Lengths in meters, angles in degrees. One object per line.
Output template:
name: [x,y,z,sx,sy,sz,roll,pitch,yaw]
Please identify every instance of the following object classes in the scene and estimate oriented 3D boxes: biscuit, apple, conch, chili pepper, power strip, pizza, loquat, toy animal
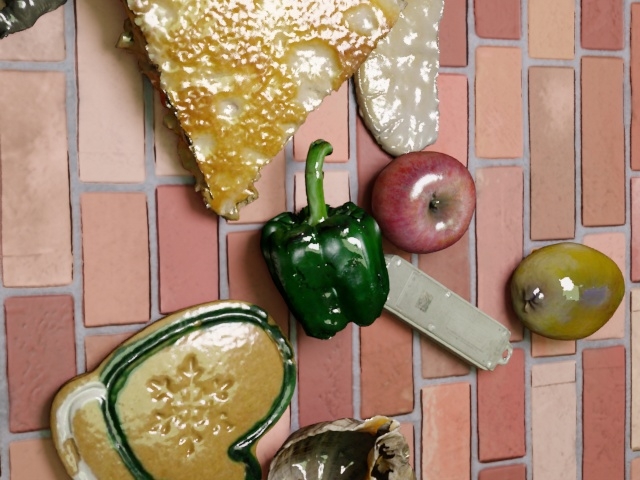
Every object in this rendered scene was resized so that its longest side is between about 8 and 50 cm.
biscuit: [0.115,-0.257,1.379,0.141,0.038,0.290,4,91,-22]
apple: [0.145,-0.056,1.356,0.153,0.120,0.154,-7,111,-18]
conch: [0.047,0.330,1.314,0.210,0.159,0.291,24,119,13]
chili pepper: [0.000,0.000,1.283,0.165,0.174,0.261,-18,101,5]
power strip: [0.176,0.110,1.415,0.272,0.052,0.078,33,80,-21]
pizza: [-0.125,-0.233,1.248,0.439,0.130,0.406,8,103,-20]
loquat: [0.386,0.078,1.452,0.195,0.152,0.152,-5,94,-30]
toy animal: [-0.378,-0.296,1.175,0.135,0.047,0.065,-40,114,-21]
biscuit: [-0.176,0.243,1.276,0.343,0.057,0.288,-29,102,-18]
